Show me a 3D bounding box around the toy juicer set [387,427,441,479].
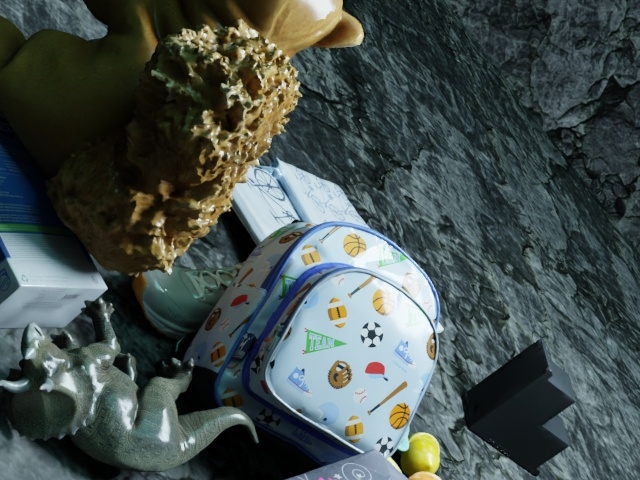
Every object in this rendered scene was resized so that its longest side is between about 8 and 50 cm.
[{"bbox_3d":[0.082,0.213,1.811,0.209,0.089,0.329,28,31,-40],"label":"toy juicer set"}]

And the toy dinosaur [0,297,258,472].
[{"bbox_3d":[-0.200,0.164,1.395,0.313,0.121,0.160,39,37,-34],"label":"toy dinosaur"}]

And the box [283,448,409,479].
[{"bbox_3d":[0.063,0.344,1.401,0.247,0.142,0.163,40,28,28],"label":"box"}]

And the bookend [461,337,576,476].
[{"bbox_3d":[0.320,0.246,2.097,0.156,0.157,0.072,36,27,-27],"label":"bookend"}]

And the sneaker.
[{"bbox_3d":[-0.108,0.056,1.669,0.262,0.121,0.099,18,38,-51],"label":"sneaker"}]

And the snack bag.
[{"bbox_3d":[0.000,0.000,2.002,0.343,0.037,0.323,18,32,-51],"label":"snack bag"}]

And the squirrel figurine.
[{"bbox_3d":[-0.126,-0.163,1.503,0.281,0.370,0.397,56,4,-38],"label":"squirrel figurine"}]

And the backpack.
[{"bbox_3d":[0.003,0.110,1.581,0.276,0.213,0.263,36,66,-29],"label":"backpack"}]

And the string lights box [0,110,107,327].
[{"bbox_3d":[-0.336,-0.038,1.459,0.133,0.077,0.259,6,48,-59],"label":"string lights box"}]
